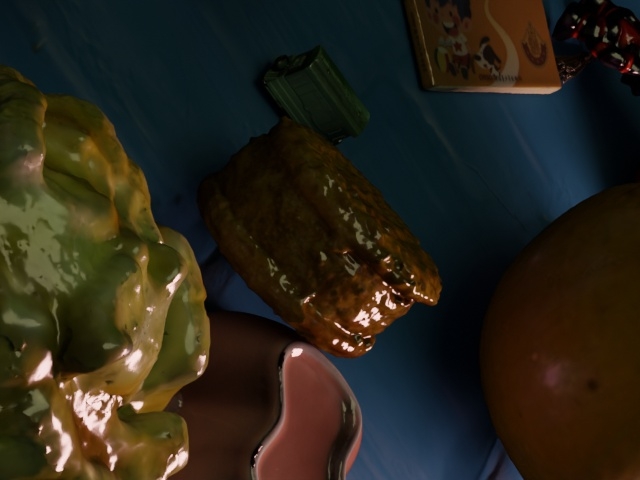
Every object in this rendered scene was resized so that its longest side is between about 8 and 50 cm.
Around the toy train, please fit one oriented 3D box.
[{"bbox_3d":[-0.003,-0.116,1.486,0.093,0.056,0.038,53,40,-25],"label":"toy train"}]

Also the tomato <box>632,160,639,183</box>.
[{"bbox_3d":[0.384,-0.013,1.860,0.225,0.085,0.225,16,65,-39],"label":"tomato"}]

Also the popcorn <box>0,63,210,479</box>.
[{"bbox_3d":[-0.213,0.023,1.044,0.279,0.274,0.335,-38,105,-51],"label":"popcorn"}]

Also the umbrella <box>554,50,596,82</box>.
[{"bbox_3d":[0.256,-0.178,1.826,0.031,0.020,0.083,37,37,19],"label":"umbrella"}]

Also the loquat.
[{"bbox_3d":[0.305,0.097,1.542,0.328,0.359,0.328,9,63,-19],"label":"loquat"}]

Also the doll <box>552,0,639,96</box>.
[{"bbox_3d":[0.351,-0.162,1.808,0.249,0.088,0.127,33,63,9],"label":"doll"}]

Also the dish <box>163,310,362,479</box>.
[{"bbox_3d":[-0.038,0.150,1.330,0.213,0.090,0.213,18,64,-44],"label":"dish"}]

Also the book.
[{"bbox_3d":[0.134,-0.284,1.727,0.208,0.020,0.295,-5,80,-48],"label":"book"}]

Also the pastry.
[{"bbox_3d":[0.000,0.000,1.362,0.189,0.103,0.189,46,11,-11],"label":"pastry"}]
